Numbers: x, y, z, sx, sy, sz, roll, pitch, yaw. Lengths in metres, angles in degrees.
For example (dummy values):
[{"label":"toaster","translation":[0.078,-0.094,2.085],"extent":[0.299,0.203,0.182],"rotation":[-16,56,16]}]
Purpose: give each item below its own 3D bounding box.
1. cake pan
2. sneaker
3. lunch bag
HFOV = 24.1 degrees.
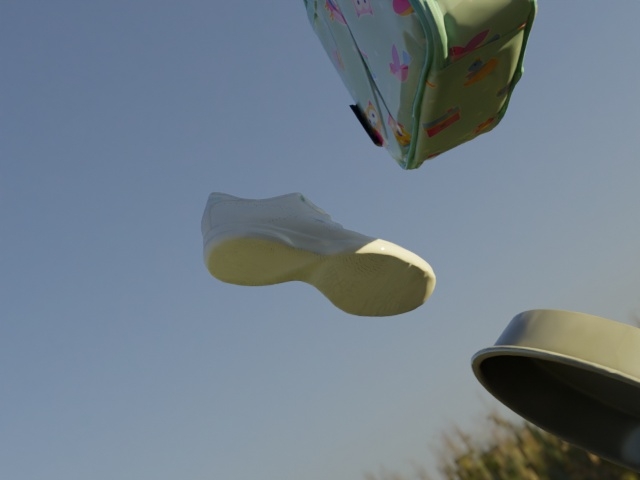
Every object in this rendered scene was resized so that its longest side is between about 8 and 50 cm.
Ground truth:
[{"label":"cake pan","translation":[0.278,0.143,1.328],"extent":[0.293,0.293,0.054],"rotation":[94,-160,-73]},{"label":"sneaker","translation":[0.000,0.000,1.285],"extent":[0.212,0.094,0.080],"rotation":[15,-53,-22]},{"label":"lunch bag","translation":[0.058,-0.193,1.158],"extent":[0.108,0.224,0.279],"rotation":[-29,-17,-12]}]
